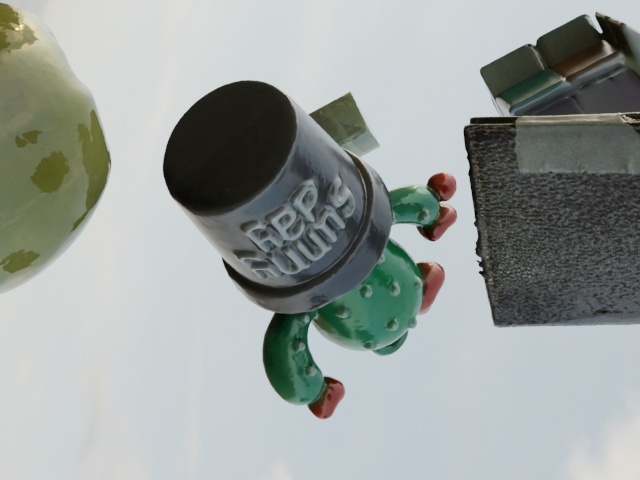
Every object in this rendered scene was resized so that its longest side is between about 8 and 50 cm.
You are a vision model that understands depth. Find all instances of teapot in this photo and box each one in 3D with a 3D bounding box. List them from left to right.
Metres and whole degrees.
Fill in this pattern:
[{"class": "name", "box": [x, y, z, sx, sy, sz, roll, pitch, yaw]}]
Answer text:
[{"class": "teapot", "box": [-0.033, -0.113, 1.889, 0.200, 0.107, 0.077, -28, -111, 8]}]

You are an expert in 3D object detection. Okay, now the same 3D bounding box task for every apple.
[{"class": "apple", "box": [-0.317, -0.080, 1.300, 0.262, 0.262, 0.262, -163, -90, -71]}]

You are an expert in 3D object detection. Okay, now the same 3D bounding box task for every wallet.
[{"class": "wallet", "box": [0.259, -0.017, 1.414, 0.071, 0.221, 0.262, -71, 155, -43]}]

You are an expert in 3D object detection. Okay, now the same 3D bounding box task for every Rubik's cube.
[{"class": "Rubik's cube", "box": [0.429, -0.149, 2.104, 0.368, 0.358, 0.387, 63, 4, 20]}]

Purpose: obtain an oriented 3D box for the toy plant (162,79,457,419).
[{"class": "toy plant", "box": [-0.005, 0.012, 1.519, 0.185, 0.400, 0.279, 4, -116, 31]}]
